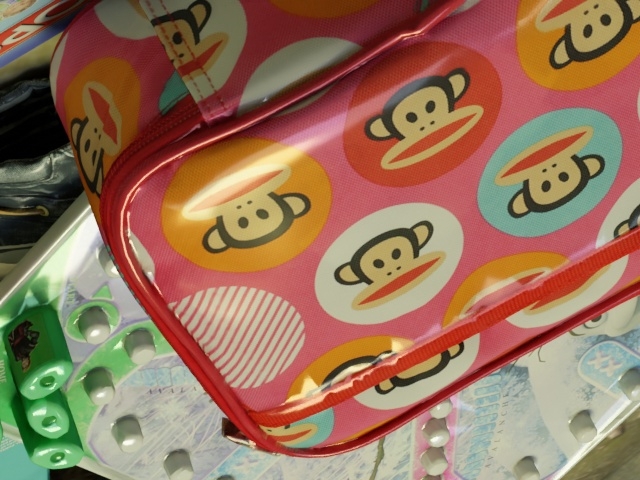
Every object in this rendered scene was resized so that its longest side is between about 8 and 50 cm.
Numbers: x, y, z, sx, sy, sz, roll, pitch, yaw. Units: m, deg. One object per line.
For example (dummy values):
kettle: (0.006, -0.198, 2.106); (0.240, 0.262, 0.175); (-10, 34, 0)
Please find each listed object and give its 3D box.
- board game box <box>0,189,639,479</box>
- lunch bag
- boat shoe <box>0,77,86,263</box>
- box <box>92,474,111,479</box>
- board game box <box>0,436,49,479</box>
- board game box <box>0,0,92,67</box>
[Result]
board game box: (0.069, 0.024, 0.952); (0.390, 0.050, 0.390); (-45, 133, 16)
lunch bag: (0.059, -0.038, 0.782); (0.293, 0.120, 0.258); (-28, 138, 1)
boat shoe: (-0.086, -0.044, 0.891); (0.183, 0.065, 0.083); (-18, 151, -8)
box: (-0.138, 0.208, 1.218); (0.220, 0.051, 0.175); (-45, 165, -34)
board game box: (-0.287, 0.181, 1.102); (0.254, 0.079, 0.336); (-25, 157, -21)
board game box: (-0.135, -0.098, 0.679); (0.317, 0.046, 0.213); (-29, 178, 15)
